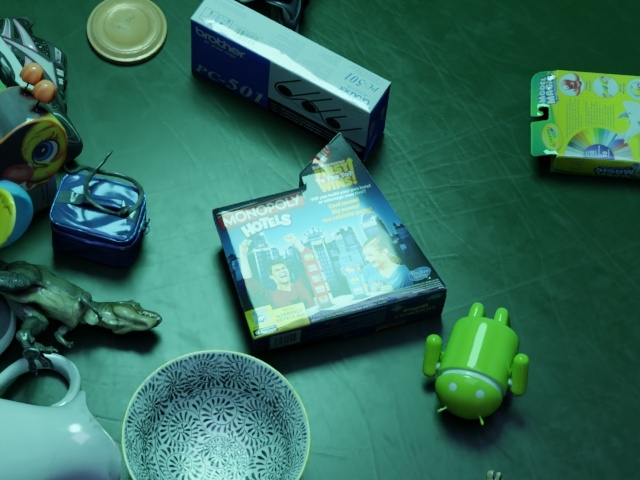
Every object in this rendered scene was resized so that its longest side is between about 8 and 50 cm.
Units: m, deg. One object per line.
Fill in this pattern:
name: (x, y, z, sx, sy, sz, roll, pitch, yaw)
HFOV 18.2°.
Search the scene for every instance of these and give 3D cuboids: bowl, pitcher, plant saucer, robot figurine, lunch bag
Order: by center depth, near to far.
pitcher: (-0.301, 0.180, 1.805, 0.207, 0.125, 0.178, -8, 42, -19)
bowl: (-0.096, 0.192, 1.821, 0.170, 0.080, 0.170, 2, 63, -3)
robot figurine: (0.148, 0.118, 1.880, 0.101, 0.067, 0.115, 13, 63, 15)
lunch bag: (-0.212, -0.021, 1.932, 0.098, 0.065, 0.067, 13, 63, 4)
plant saucer: (-0.200, -0.220, 2.064, 0.083, 0.013, 0.083, 2, 63, -3)

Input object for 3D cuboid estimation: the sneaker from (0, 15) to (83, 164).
sneaker: (-0.281, -0.162, 2.001, 0.077, 0.072, 0.178, -25, 72, -27)

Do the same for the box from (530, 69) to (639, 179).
box: (0.300, -0.115, 2.024, 0.179, 0.043, 0.105, 6, 63, -3)

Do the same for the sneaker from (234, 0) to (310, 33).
sneaker: (0.001, -0.287, 2.061, 0.226, 0.086, 0.163, -9, 53, 3)

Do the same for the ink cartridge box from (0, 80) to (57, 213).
ink cartridge box: (-0.381, -0.064, 1.932, 0.208, 0.087, 0.153, -28, 69, -17)

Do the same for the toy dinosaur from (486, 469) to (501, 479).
toy dinosaur: (0.181, 0.300, 1.808, 0.093, 0.053, 0.183, -5, 62, 13)

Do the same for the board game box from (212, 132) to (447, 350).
board game box: (0.000, 0.000, 1.937, 0.194, 0.060, 0.194, -14, 63, -10)

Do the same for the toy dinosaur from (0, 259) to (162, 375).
toy dinosaur: (-0.279, 0.050, 1.845, 0.268, 0.064, 0.118, 29, 29, -16)

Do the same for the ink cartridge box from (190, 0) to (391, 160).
ink cartridge box: (-0.032, -0.165, 1.999, 0.207, 0.097, 0.046, 29, 65, 12)

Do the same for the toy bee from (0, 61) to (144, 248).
toy bee: (-0.301, -0.086, 1.793, 0.195, 0.162, 0.298, 33, 42, 21)

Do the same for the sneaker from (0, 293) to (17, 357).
sneaker: (-0.428, 0.069, 1.809, 0.295, 0.178, 0.124, -14, 64, -10)
